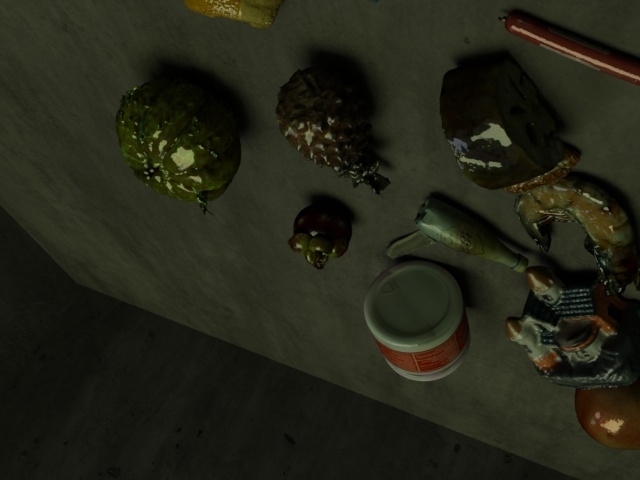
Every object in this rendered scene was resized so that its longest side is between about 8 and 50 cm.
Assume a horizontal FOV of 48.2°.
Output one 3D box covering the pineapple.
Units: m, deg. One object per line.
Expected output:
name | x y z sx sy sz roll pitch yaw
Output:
pineapple | 0.036 -0.201 1.416 0.174 0.175 0.361 16 169 22

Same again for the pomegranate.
pomegranate | 0.740 0.372 1.746 0.228 0.252 0.271 2 127 27

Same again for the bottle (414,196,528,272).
bottle | 0.336 -0.003 1.577 0.269 0.083 0.083 29 156 -8

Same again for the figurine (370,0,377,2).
figurine | 0.129 -0.392 0.993 0.144 0.114 0.178 9 173 -17

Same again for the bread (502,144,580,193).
bread | 0.353 -0.132 1.311 0.233 0.076 0.105 8 149 39

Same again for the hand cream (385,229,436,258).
hand cream | 0.219 0.012 1.800 0.057 0.037 0.165 35 147 -19

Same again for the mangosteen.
mangosteen | 0.002 -0.001 1.796 0.155 0.182 0.146 -5 162 12

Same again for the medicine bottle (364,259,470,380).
medicine bottle | 0.258 0.212 1.882 0.252 0.253 0.241 14 153 25

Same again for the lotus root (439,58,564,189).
lotus root | 0.291 -0.179 1.168 0.119 0.138 0.235 -12 125 48

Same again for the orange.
orange | -0.314 -0.225 1.611 0.301 0.223 0.300 14 138 25

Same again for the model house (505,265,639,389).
model house | 0.541 0.180 1.614 0.300 0.190 0.271 39 155 -25

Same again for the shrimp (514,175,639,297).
shrimp | 0.513 -0.003 1.425 0.233 0.071 0.365 13 151 40

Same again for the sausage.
sausage | 0.376 -0.277 1.041 0.253 0.034 0.034 24 156 4

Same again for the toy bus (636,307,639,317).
toy bus | 0.678 0.071 1.248 0.183 0.200 0.344 16 156 20

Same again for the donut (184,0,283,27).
donut | -0.155 -0.403 1.192 0.181 0.078 0.146 22 -165 11
